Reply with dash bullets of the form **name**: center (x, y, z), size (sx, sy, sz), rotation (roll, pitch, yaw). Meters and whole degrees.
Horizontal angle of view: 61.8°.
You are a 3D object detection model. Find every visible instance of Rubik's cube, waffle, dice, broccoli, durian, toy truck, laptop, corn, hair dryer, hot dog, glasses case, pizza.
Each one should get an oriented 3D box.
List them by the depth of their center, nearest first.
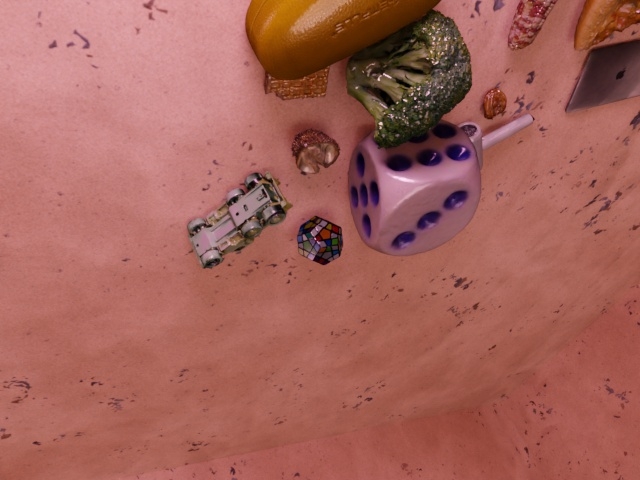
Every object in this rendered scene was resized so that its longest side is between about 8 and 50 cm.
- **glasses case**: center (0.048, -0.414, 0.912), size (0.371, 0.141, 0.173), rotation (-27, 142, 2)
- **broccoli**: center (0.178, -0.321, 1.061), size (0.242, 0.261, 0.269), rotation (13, 139, 13)
- **waffle**: center (-0.047, -0.322, 1.066), size (0.135, 0.021, 0.092), rotation (-10, 141, -19)
- **corn**: center (0.454, -0.502, 1.092), size (0.080, 0.079, 0.237), rotation (-10, 141, -20)
- **pizza**: center (0.676, -0.565, 1.144), size (0.269, 0.087, 0.257), rotation (-26, 140, 5)
- **durian**: center (-0.023, -0.207, 1.179), size (0.110, 0.071, 0.140), rotation (-34, 156, 20)
- **toy truck**: center (-0.182, -0.034, 1.260), size (0.260, 0.128, 0.135), rotation (-34, 156, 11)
- **dice**: center (0.216, -0.129, 1.274), size (0.259, 0.243, 0.251), rotation (-10, 141, -14)
- **hot dog**: center (0.426, -0.332, 1.314), size (0.058, 0.035, 0.083), rotation (-28, 143, -3)
- **hair dryer**: center (0.454, -0.272, 1.378), size (0.237, 0.073, 0.131), rotation (-26, 142, -4)
- **Rubik's cube**: center (0.000, 0.000, 1.406), size (0.112, 0.133, 0.133), rotation (1, 144, 12)
- **laptop**: center (0.785, -0.439, 1.406), size (0.269, 0.015, 0.187), rotation (-15, 142, -13)
